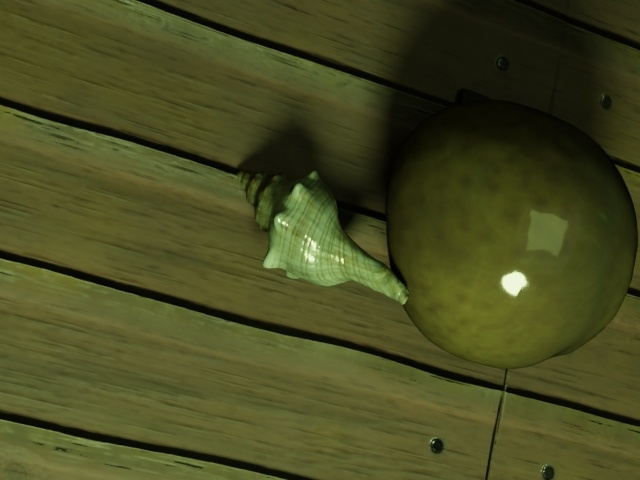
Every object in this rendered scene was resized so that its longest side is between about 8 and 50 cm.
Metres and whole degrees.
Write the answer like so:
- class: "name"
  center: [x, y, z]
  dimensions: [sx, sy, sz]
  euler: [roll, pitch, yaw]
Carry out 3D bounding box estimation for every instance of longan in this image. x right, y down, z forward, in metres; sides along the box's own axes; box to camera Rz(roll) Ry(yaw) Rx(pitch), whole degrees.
- class: "longan"
  center: [0.217, -0.010, 1.839]
  dimensions: [0.319, 0.319, 0.318]
  euler: [3, 82, -26]

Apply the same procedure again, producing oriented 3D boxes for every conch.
- class: "conch"
  center: [-0.012, 0.003, 1.821]
  dimensions: [0.114, 0.137, 0.234]
  euler: [-38, 93, 2]

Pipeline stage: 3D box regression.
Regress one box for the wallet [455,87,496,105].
- class: "wallet"
  center: [0.238, -0.135, 2.007]
  dimensions: [0.157, 0.018, 0.082]
  euler: [16, 76, -24]
